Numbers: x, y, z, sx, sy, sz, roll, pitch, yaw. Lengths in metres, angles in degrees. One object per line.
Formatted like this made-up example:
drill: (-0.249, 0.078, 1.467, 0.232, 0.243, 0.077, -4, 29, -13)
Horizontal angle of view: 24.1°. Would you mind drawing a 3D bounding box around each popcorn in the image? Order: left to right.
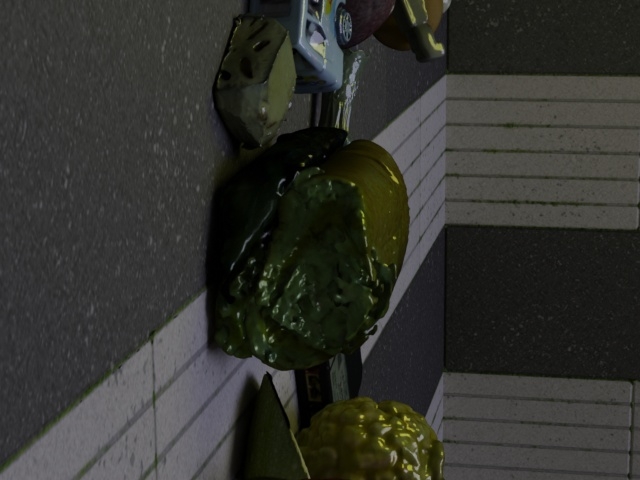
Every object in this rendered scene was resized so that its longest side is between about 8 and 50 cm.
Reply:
popcorn: (0.070, 0.329, 2.109, 0.212, 0.259, 0.259, -105, -173, -54)

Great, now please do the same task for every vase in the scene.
vase: (0.024, -0.204, 2.205, 0.081, 0.081, 0.149, 47, 51, -75)

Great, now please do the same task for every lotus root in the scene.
lotus root: (-0.067, -0.175, 1.744, 0.144, 0.070, 0.143, 78, 19, -53)

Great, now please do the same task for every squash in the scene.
squash: (-0.065, 0.266, 1.874, 0.192, 0.085, 0.184, 76, -10, -61)

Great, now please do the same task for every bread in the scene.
bread: (0.000, 0.000, 1.819, 0.376, 0.208, 0.251, -59, 154, -75)

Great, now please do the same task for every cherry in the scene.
cherry: (0.038, -0.347, 2.069, 0.176, 0.140, 0.176, -173, -90, -87)

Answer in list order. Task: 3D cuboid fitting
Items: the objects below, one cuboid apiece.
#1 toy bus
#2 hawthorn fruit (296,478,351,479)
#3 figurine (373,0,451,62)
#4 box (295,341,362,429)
toy bus: (-0.023, -0.355, 1.864, 0.136, 0.109, 0.330, 28, 64, -67)
hawthorn fruit: (-0.004, 0.395, 1.687, 0.275, 0.275, 0.300, -68, 142, -60)
figurine: (0.117, -0.425, 2.382, 0.285, 0.167, 0.342, 77, 15, -44)
box: (0.007, 0.131, 2.218, 0.211, 0.058, 0.350, -69, 158, -53)
